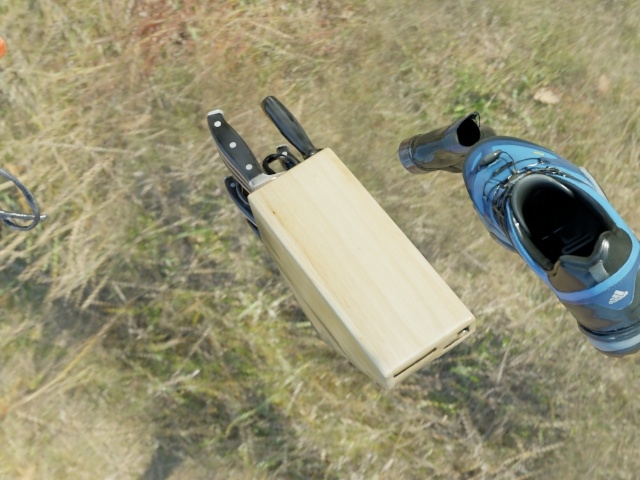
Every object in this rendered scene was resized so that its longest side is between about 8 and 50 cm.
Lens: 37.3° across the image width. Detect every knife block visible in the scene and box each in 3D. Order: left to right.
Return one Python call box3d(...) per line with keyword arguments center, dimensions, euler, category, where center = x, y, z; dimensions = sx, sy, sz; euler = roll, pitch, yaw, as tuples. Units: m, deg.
box3d(center=(-0.003, -0.018, 0.826), dimensions=(0.088, 0.276, 0.242), euler=(-33, 105, -10), category="knife block")

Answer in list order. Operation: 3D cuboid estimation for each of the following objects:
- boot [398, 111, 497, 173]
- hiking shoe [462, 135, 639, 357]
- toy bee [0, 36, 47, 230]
box3d(center=(0.231, -0.151, 1.463), dimensions=(0.106, 0.219, 0.082), euler=(-17, 91, 49), category="boot")
box3d(center=(0.211, -0.033, 0.867), dimensions=(0.113, 0.304, 0.132), euler=(-38, 128, 4), category="hiking shoe")
box3d(center=(-0.306, -0.101, 0.683), dimensions=(0.298, 0.162, 0.195), euler=(24, 144, -3), category="toy bee")
